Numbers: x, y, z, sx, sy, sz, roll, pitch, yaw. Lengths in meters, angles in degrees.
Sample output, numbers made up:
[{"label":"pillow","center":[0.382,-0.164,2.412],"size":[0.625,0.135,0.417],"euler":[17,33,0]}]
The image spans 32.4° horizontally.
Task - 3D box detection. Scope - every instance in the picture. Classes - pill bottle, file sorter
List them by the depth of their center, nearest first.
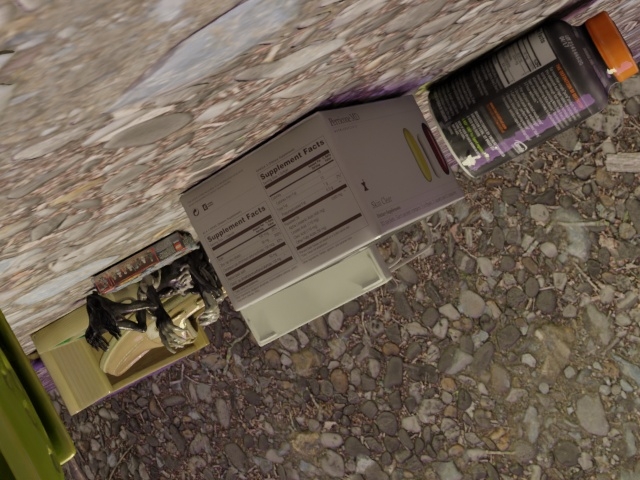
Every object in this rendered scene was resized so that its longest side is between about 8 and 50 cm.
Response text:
[{"label":"pill bottle","center":[0.269,-0.189,1.380],"size":[0.246,0.130,0.130],"euler":[-28,177,18]},{"label":"file sorter","center":[0.000,0.000,1.654],"size":[0.278,0.192,0.173],"euler":[-30,179,40]}]

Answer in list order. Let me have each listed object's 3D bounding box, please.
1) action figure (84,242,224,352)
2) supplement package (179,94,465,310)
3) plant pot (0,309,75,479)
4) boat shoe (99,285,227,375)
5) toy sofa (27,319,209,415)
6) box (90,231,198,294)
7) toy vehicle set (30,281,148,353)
[{"label":"action figure","center":[-0.233,0.098,1.732],"size":[0.276,0.141,0.164],"euler":[-24,164,-38]},{"label":"supplement package","center":[0.010,-0.050,1.258],"size":[0.204,0.145,0.262],"euler":[-29,178,28]},{"label":"plant pot","center":[-0.347,0.157,0.913],"size":[0.227,0.228,0.207],"euler":[-28,-175,1]},{"label":"boat shoe","center":[-0.256,0.138,1.899],"size":[0.302,0.098,0.109],"euler":[-44,173,5]},{"label":"toy sofa","center":[-0.411,0.227,2.251],"size":[0.177,0.150,0.362],"euler":[-31,176,30]},{"label":"box","center":[-0.242,0.031,1.524],"size":[0.137,0.027,0.094],"euler":[-28,179,2]},{"label":"toy vehicle set","center":[-0.370,0.124,1.916],"size":[0.166,0.035,0.267],"euler":[-29,177,14]}]
